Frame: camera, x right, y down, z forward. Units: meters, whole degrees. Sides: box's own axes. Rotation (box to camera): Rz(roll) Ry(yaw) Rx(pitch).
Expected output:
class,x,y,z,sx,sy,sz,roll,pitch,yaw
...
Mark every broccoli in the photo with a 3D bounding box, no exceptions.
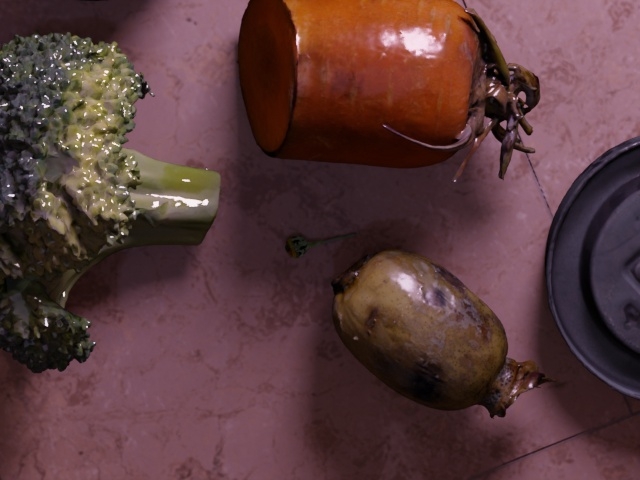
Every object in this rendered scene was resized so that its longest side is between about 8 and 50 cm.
class,x,y,z,sx,sy,sz,roll,pitch,yaw
broccoli,-0.267,-0.033,1.828,0.302,0.249,0.375,8,97,2

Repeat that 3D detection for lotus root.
class,x,y,z,sx,sy,sz,roll,pitch,yaw
lotus root,0.133,0.117,1.906,0.278,0.154,0.154,35,101,-7

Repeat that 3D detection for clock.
class,x,y,z,sx,sy,sz,roll,pitch,yaw
clock,0.409,0.029,1.925,0.319,0.066,0.318,0,102,0

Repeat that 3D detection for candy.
class,x,y,z,sx,sy,sz,roll,pitch,yaw
candy,0.000,0.000,1.950,0.083,0.025,0.023,-16,130,-5

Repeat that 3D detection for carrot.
class,x,y,z,sx,sy,sz,roll,pitch,yaw
carrot,0.076,-0.172,1.814,0.331,0.214,0.193,4,104,-3
